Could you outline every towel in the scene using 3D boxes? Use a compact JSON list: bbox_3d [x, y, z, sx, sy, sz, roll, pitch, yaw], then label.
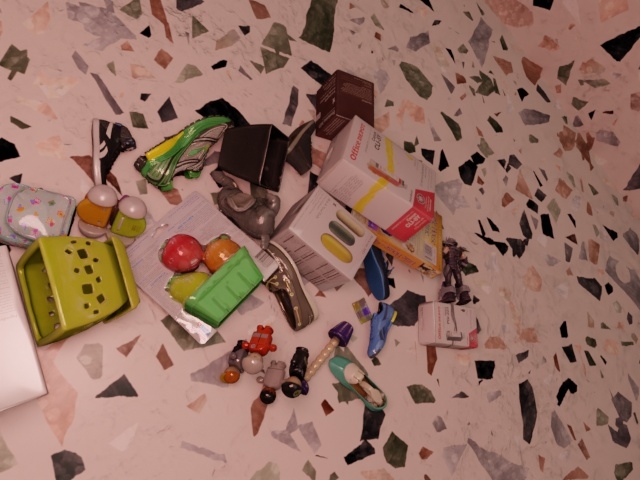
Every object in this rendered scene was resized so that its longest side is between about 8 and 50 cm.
[{"bbox_3d":[0.150,0.250,1.710,0.060,0.009,0.083,-19,84,-33],"label":"towel"}]

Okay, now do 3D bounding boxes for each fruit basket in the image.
[{"bbox_3d":[-0.357,0.072,1.413,0.353,0.165,0.327,39,65,8],"label":"fruit basket"}]

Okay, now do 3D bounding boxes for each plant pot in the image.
[{"bbox_3d":[-0.219,-0.271,1.538,0.167,0.187,0.187,13,91,13],"label":"plant pot"},{"bbox_3d":[-0.596,0.115,1.201,0.207,0.227,0.228,-10,79,-47],"label":"plant pot"}]

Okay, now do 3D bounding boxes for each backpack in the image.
[{"bbox_3d":[-0.742,-0.059,1.229,0.189,0.144,0.165,14,73,-22],"label":"backpack"}]

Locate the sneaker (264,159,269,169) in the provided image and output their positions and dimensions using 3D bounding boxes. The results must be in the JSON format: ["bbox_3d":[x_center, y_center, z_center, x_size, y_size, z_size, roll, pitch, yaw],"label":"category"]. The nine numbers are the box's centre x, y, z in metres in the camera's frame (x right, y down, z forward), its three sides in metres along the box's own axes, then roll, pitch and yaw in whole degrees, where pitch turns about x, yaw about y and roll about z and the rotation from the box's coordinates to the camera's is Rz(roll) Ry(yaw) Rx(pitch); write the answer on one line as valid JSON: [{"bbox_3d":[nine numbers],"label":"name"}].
[{"bbox_3d":[-0.192,-0.294,1.662,0.075,0.057,0.161,-39,92,-27],"label":"sneaker"}]

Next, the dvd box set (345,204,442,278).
[{"bbox_3d":[0.285,-0.075,1.816,0.421,0.062,0.307,29,47,-19],"label":"dvd box set"}]

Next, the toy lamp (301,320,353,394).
[{"bbox_3d":[0.013,0.372,1.554,0.080,0.080,0.274,47,59,-9],"label":"toy lamp"}]

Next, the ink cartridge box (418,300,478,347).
[{"bbox_3d":[0.484,0.325,1.827,0.218,0.092,0.158,11,69,-24],"label":"ink cartridge box"}]

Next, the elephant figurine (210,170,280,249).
[{"bbox_3d":[-0.259,-0.103,1.526,0.240,0.186,0.169,19,100,-12],"label":"elephant figurine"}]

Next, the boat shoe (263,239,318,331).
[{"bbox_3d":[-0.117,0.144,1.535,0.091,0.109,0.304,-32,95,-38],"label":"boat shoe"}]

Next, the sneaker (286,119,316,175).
[{"bbox_3d":[-0.060,-0.338,1.750,0.118,0.083,0.222,50,53,-25],"label":"sneaker"}]

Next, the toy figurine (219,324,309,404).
[{"bbox_3d":[-0.158,0.368,1.378,0.213,0.210,0.148,36,44,-19],"label":"toy figurine"}]

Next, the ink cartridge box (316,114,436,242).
[{"bbox_3d":[0.208,-0.218,1.696,0.385,0.160,0.279,31,45,-15],"label":"ink cartridge box"}]

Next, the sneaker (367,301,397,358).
[{"bbox_3d":[0.196,0.310,1.684,0.082,0.069,0.209,36,59,-12],"label":"sneaker"}]

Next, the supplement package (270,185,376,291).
[{"bbox_3d":[0.000,0.000,1.592,0.263,0.198,0.199,40,59,-13],"label":"supplement package"}]

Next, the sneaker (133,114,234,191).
[{"bbox_3d":[-0.403,-0.275,1.511,0.343,0.134,0.146,-42,104,-24],"label":"sneaker"}]

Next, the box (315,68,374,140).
[{"bbox_3d":[0.092,-0.497,1.820,0.167,0.168,0.203,12,68,-27],"label":"box"}]

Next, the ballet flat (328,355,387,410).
[{"bbox_3d":[0.134,0.467,1.586,0.247,0.087,0.083,46,59,-9],"label":"ballet flat"}]

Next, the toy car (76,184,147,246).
[{"bbox_3d":[-0.575,-0.080,1.344,0.182,0.159,0.136,22,28,-21],"label":"toy car"}]

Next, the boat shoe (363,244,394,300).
[{"bbox_3d":[0.216,0.086,1.744,0.089,0.109,0.258,-4,79,-34],"label":"boat shoe"}]

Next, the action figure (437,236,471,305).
[{"bbox_3d":[0.520,0.113,1.917,0.186,0.099,0.284,11,65,-19],"label":"action figure"}]

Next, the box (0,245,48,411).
[{"bbox_3d":[-0.754,0.215,1.090,0.168,0.215,0.345,-16,82,-32],"label":"box"}]

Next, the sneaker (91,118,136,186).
[{"bbox_3d":[-0.600,-0.254,1.405,0.121,0.079,0.216,0,73,-28],"label":"sneaker"}]
